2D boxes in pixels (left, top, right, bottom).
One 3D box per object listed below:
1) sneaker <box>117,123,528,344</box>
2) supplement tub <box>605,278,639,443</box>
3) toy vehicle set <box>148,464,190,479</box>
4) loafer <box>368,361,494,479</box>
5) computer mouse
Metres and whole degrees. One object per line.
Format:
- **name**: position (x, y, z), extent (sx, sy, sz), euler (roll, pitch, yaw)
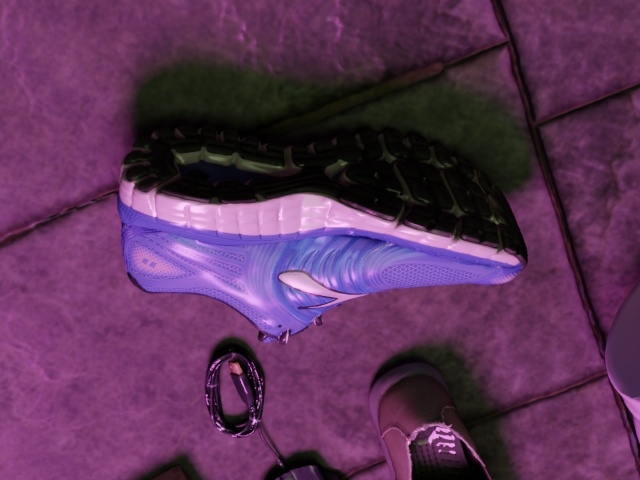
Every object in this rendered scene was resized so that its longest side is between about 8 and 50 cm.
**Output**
- **sneaker**: position (0.000, 0.000, 1.569), extent (0.330, 0.130, 0.147), euler (6, 129, -11)
- **supplement tub**: position (0.410, 0.158, 1.648), extent (0.241, 0.241, 0.331), euler (-39, 117, 9)
- **toy vehicle set**: position (-0.128, 0.335, 1.740), extent (0.166, 0.035, 0.267), euler (-30, 118, 4)
- **loafer**: position (0.108, 0.224, 1.704), extent (0.094, 0.087, 0.251), euler (-26, 118, 2)
- **computer mouse**: position (-0.033, 0.191, 1.686), extent (0.071, 0.041, 0.242), euler (-28, 117, 4)
